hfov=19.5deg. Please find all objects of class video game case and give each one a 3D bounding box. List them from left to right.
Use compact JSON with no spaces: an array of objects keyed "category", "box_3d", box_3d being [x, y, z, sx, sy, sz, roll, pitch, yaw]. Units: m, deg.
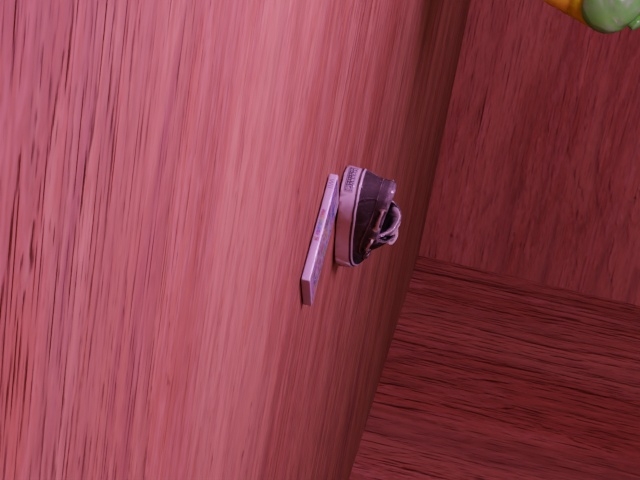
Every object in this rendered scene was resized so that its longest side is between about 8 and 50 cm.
[{"category":"video game case","box_3d":[0.000,0.000,1.974,0.087,0.011,0.122,87,17,-70]}]

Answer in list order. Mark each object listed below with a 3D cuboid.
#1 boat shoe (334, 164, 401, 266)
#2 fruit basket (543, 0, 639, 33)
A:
[{"category":"boat shoe","box_3d":[0.058,-0.018,2.205,0.219,0.070,0.077,88,16,-70]},{"category":"fruit basket","box_3d":[0.297,-0.441,2.497,0.392,0.283,0.392,-1,90,-89]}]
